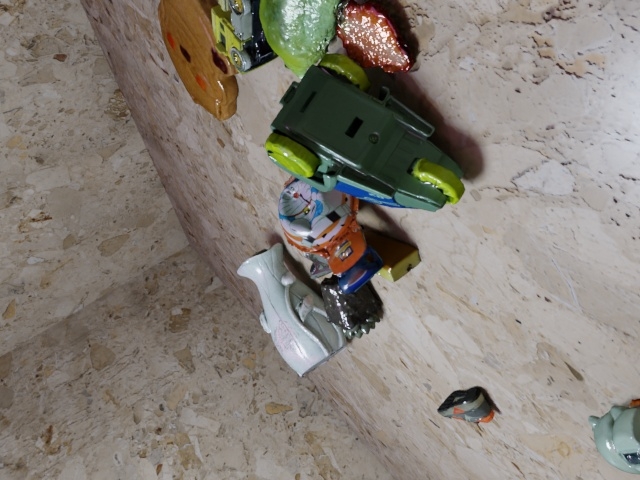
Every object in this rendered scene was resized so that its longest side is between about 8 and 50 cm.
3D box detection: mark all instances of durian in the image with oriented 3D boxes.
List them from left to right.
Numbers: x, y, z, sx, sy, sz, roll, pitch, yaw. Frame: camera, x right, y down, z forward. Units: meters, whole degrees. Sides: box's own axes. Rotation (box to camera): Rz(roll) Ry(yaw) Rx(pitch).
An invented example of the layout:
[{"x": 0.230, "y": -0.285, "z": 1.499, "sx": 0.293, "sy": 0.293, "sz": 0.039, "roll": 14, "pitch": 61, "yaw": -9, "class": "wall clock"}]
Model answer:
[{"x": -0.036, "y": -0.384, "z": 0.826, "sx": 0.139, "sy": 0.101, "sz": 0.250, "roll": 51, "pitch": 150, "yaw": 2, "class": "durian"}]

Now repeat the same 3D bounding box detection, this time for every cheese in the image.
[{"x": 0.018, "y": -0.037, "z": 1.089, "sx": 0.129, "sy": 0.217, "sz": 0.329, "roll": 18, "pitch": -144, "yaw": -56, "class": "cheese"}]

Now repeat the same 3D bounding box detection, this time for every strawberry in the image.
[{"x": 0.084, "y": -0.315, "z": 0.755, "sx": 0.152, "sy": 0.048, "sz": 0.104, "roll": 38, "pitch": 150, "yaw": 3, "class": "strawberry"}]

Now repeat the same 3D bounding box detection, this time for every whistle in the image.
[{"x": 0.468, "y": 0.279, "z": 0.696, "sx": 0.102, "sy": 0.105, "sz": 0.253, "roll": 18, "pitch": 156, "yaw": 10, "class": "whistle"}]

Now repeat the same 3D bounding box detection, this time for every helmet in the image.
[{"x": 0.016, "y": 0.004, "z": 1.247, "sx": 0.153, "sy": 0.107, "sz": 0.176, "roll": -79, "pitch": -21, "yaw": -55, "class": "helmet"}]

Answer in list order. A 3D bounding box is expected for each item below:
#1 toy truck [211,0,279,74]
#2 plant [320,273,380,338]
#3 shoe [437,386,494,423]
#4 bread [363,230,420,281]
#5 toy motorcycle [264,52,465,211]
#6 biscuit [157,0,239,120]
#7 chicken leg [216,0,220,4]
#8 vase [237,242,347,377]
[{"x": -0.143, "y": -0.463, "z": 0.918, "sx": 0.157, "sy": 0.124, "sz": 0.272, "roll": 50, "pitch": 158, "yaw": 16, "class": "toy truck"}, {"x": 0.085, "y": 0.182, "z": 1.342, "sx": 0.132, "sy": 0.129, "sz": 0.194, "roll": 7, "pitch": 124, "yaw": 63, "class": "plant"}, {"x": 0.350, "y": 0.413, "z": 1.188, "sx": 0.077, "sy": 0.074, "sz": 0.194, "roll": 47, "pitch": 155, "yaw": 11, "class": "shoe"}, {"x": 0.117, "y": 0.024, "z": 1.108, "sx": 0.226, "sy": 0.088, "sz": 0.049, "roll": 26, "pitch": 146, "yaw": 53, "class": "bread"}, {"x": 0.082, "y": -0.143, "z": 0.836, "sx": 0.326, "sy": 0.191, "sz": 0.200, "roll": 32, "pitch": 172, "yaw": 6, "class": "toy motorcycle"}, {"x": -0.343, "y": -0.523, "z": 1.354, "sx": 0.349, "sy": 0.078, "sz": 0.455, "roll": 58, "pitch": 159, "yaw": 6, "class": "biscuit"}, {"x": -0.218, "y": -0.570, "z": 1.025, "sx": 0.197, "sy": 0.069, "sz": 0.085, "roll": 60, "pitch": -177, "yaw": 8, "class": "chicken leg"}, {"x": -0.101, "y": 0.227, "z": 1.687, "sx": 0.445, "sy": 0.250, "sz": 0.250, "roll": 56, "pitch": 159, "yaw": 14, "class": "vase"}]
